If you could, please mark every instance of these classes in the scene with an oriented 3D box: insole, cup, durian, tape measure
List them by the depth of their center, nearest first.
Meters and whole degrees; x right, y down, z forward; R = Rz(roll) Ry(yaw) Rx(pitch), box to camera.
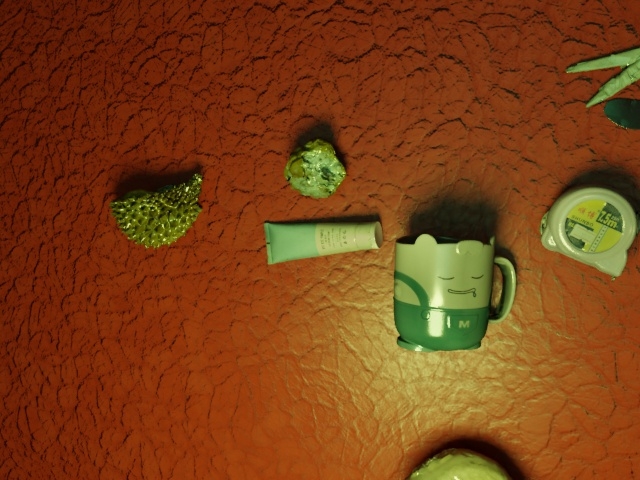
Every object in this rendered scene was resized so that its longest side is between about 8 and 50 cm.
[{"bbox_3d":[0.710,-0.259,1.182,0.188,0.004,0.064,26,101,13],"label":"insole"},{"bbox_3d":[0.593,-0.033,1.188,0.196,0.105,0.178,30,109,13],"label":"tape measure"},{"bbox_3d":[0.304,0.109,1.234,0.290,0.219,0.257,1,96,-16],"label":"cup"},{"bbox_3d":[-0.436,-0.081,1.472,0.306,0.166,0.172,-20,118,22],"label":"durian"}]

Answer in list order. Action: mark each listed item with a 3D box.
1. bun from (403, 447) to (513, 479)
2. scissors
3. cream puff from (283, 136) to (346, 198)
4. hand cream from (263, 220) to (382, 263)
[{"bbox_3d":[0.319,0.665,1.254,0.326,0.234,0.362,12,82,9],"label":"bun"},{"bbox_3d":[0.728,-0.408,1.155,0.383,0.029,0.256,-21,87,18],"label":"scissors"},{"bbox_3d":[-0.012,-0.181,1.345,0.156,0.121,0.156,-5,102,-27],"label":"cream puff"},{"bbox_3d":[0.000,0.000,1.389,0.312,0.070,0.111,-3,95,24],"label":"hand cream"}]
